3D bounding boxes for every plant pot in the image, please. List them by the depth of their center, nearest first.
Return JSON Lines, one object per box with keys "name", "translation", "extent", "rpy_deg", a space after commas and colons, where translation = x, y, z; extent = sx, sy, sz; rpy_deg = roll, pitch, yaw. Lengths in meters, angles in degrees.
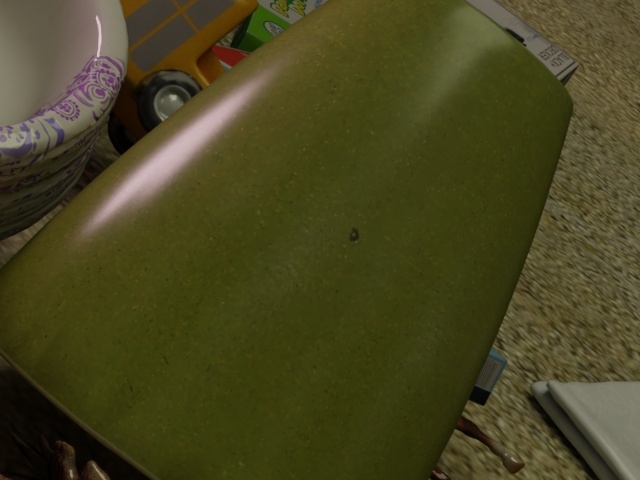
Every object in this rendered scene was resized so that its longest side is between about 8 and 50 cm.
{"name": "plant pot", "translation": [0.000, 0.000, 0.950], "extent": [0.275, 0.293, 0.275], "rpy_deg": [36, -1, 1]}

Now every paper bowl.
{"name": "paper bowl", "translation": [-0.273, -0.109, 1.039], "extent": [0.284, 0.148, 0.284], "rpy_deg": [16, 44, -17]}

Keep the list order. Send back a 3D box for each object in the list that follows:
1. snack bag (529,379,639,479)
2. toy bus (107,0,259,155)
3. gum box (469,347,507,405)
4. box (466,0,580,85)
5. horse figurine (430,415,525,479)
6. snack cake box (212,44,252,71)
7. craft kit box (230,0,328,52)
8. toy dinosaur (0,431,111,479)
{"name": "snack bag", "translation": [0.370, 0.231, 1.412], "extent": [0.342, 0.037, 0.323], "rpy_deg": [6, 37, -46]}
{"name": "toy bus", "translation": [-0.161, -0.200, 1.212], "extent": [0.332, 0.130, 0.108], "rpy_deg": [51, -19, -8]}
{"name": "gum box", "translation": [0.035, 0.047, 1.251], "extent": [0.157, 0.041, 0.184], "rpy_deg": [25, 7, -20]}
{"name": "box", "translation": [0.137, -0.236, 1.887], "extent": [0.290, 0.087, 0.169], "rpy_deg": [39, 25, 8]}
{"name": "horse figurine", "translation": [0.051, 0.149, 1.130], "extent": [0.174, 0.066, 0.263], "rpy_deg": [40, 22, -3]}
{"name": "snack cake box", "translation": [-0.007, -0.068, 1.327], "extent": [0.152, 0.089, 0.264], "rpy_deg": [6, 21, -47]}
{"name": "craft kit box", "translation": [0.032, -0.168, 1.681], "extent": [0.247, 0.061, 0.250], "rpy_deg": [27, 26, -10]}
{"name": "toy dinosaur", "translation": [-0.207, 0.106, 0.836], "extent": [0.200, 0.127, 0.296], "rpy_deg": [23, 9, -47]}
